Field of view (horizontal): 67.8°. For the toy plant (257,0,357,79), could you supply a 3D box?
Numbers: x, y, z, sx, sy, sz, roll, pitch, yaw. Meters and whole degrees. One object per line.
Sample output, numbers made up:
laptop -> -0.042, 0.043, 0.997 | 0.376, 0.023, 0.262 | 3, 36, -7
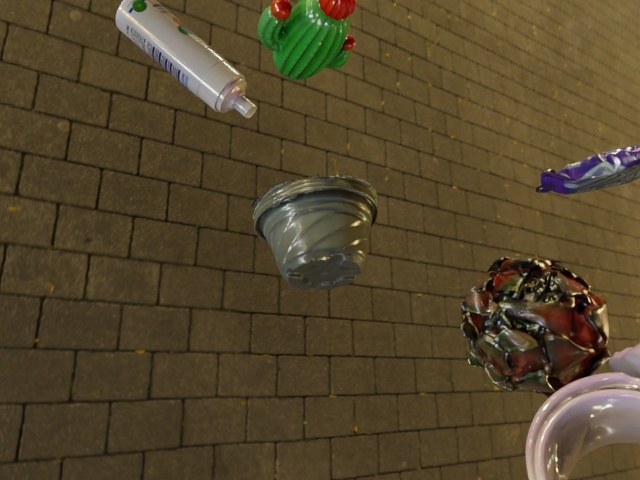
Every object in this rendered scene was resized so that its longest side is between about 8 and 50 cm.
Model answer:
toy plant -> -0.020, -0.327, 0.744 | 0.155, 0.240, 0.088 | -2, 84, 2

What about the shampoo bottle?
shampoo bottle -> -0.245, -0.342, 0.910 | 0.303, 0.092, 0.092 | 40, 57, 2

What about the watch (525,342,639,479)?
watch -> 0.324, 0.228, 0.415 | 0.217, 0.248, 0.211 | -41, 123, -8

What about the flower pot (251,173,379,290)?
flower pot -> 0.000, 0.000, 0.837 | 0.235, 0.235, 0.140 | 10, 55, -31

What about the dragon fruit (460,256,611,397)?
dragon fruit -> 0.259, 0.103, 0.587 | 0.189, 0.182, 0.182 | -27, 92, -55

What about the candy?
candy -> 0.590, -0.149, 0.981 | 0.145, 0.275, 0.070 | 17, 63, -65
